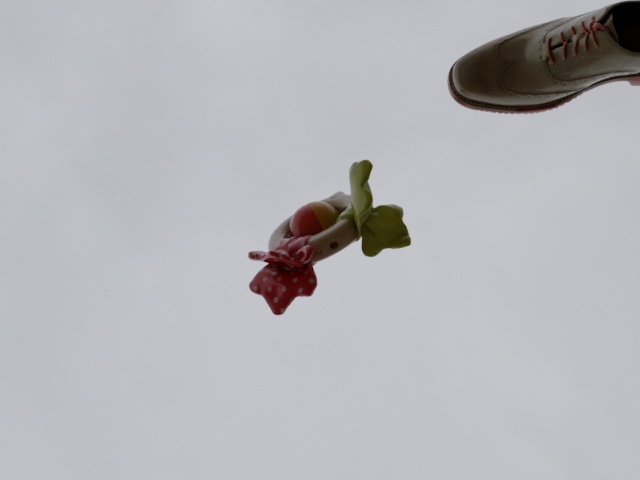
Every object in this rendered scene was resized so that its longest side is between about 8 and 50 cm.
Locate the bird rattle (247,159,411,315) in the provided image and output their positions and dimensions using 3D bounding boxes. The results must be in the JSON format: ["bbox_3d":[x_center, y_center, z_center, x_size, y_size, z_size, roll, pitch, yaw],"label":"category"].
[{"bbox_3d":[0.000,0.000,1.326,0.253,0.207,0.143,-38,-70,-4],"label":"bird rattle"}]

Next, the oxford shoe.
[{"bbox_3d":[0.335,-0.257,1.165,0.348,0.130,0.123,-12,-107,9],"label":"oxford shoe"}]
